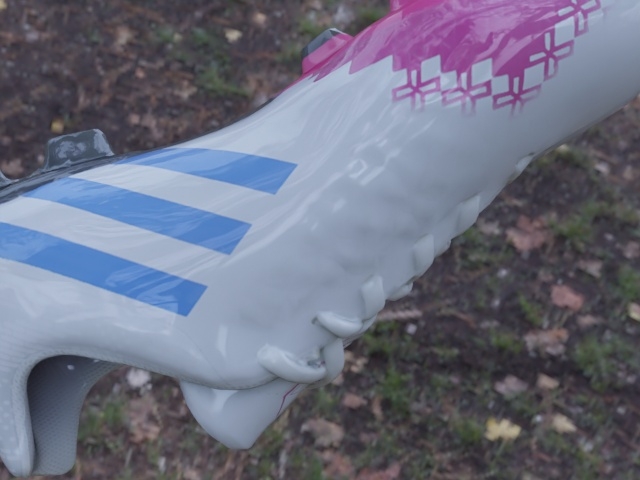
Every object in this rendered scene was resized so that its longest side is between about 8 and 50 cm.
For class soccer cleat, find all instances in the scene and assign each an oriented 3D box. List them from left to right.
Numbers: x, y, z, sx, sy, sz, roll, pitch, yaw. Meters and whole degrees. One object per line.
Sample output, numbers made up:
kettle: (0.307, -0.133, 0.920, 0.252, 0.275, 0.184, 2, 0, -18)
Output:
soccer cleat: (0.000, 0.000, 0.497, 0.116, 0.331, 0.143, 30, 41, -68)
